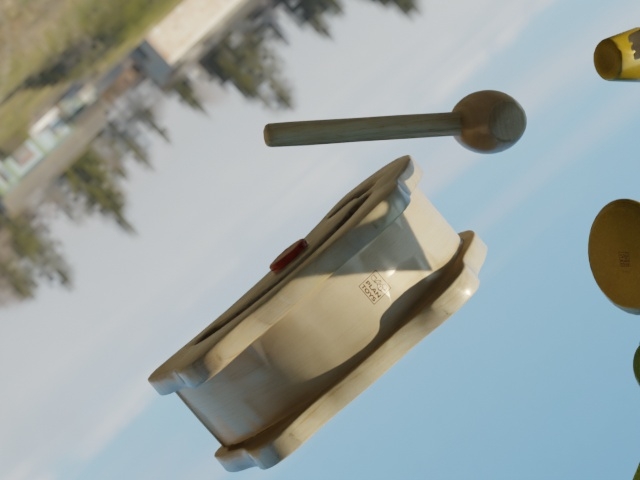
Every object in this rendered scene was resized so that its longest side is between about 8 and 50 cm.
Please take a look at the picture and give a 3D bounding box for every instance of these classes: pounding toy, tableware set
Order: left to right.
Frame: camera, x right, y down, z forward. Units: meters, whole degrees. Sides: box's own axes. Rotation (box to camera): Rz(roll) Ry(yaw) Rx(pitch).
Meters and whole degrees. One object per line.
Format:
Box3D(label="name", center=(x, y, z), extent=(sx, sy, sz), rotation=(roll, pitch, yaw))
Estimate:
Box3D(label="pounding toy", center=(0.000, 0.000, 0.997), extent=(0.269, 0.155, 0.154), rotation=(-41, -173, -2))
Box3D(label="tableware set", center=(0.143, -0.011, 0.650), extent=(0.024, 0.154, 0.104), rotation=(-13, 177, -34))

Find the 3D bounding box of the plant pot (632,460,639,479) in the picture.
Box3D(label="plant pot", center=(0.246, 0.200, 0.756), extent=(0.207, 0.228, 0.227), rotation=(-44, -146, -24))
